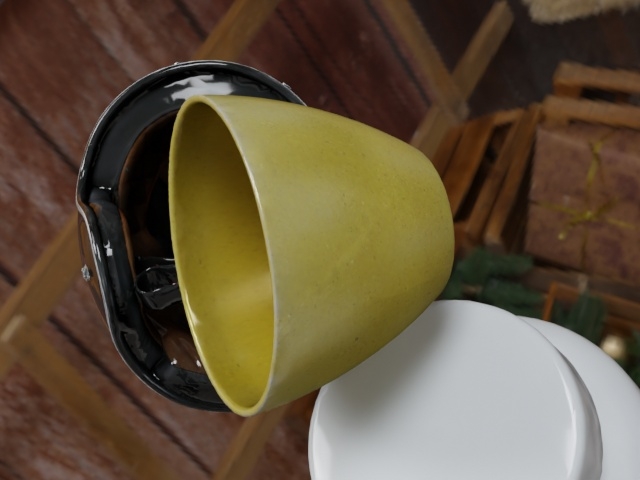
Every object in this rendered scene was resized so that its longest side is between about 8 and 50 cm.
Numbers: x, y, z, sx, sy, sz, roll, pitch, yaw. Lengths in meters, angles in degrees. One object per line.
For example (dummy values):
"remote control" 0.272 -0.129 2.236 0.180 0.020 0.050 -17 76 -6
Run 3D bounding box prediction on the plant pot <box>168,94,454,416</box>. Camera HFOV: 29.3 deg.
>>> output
"plant pot" 0.000 0.000 0.523 0.095 0.134 0.134 -9 155 -21

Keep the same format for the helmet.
"helmet" -0.054 -0.007 0.668 0.169 0.161 0.169 -5 127 -6

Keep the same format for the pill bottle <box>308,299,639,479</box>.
"pill bottle" 0.110 0.144 0.679 0.176 0.176 0.318 9 163 26
